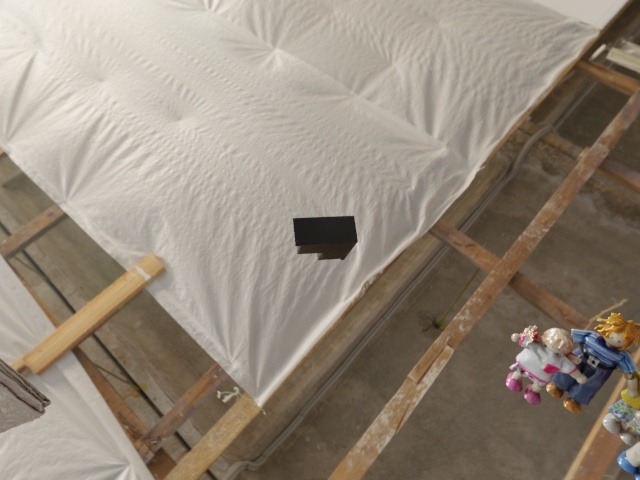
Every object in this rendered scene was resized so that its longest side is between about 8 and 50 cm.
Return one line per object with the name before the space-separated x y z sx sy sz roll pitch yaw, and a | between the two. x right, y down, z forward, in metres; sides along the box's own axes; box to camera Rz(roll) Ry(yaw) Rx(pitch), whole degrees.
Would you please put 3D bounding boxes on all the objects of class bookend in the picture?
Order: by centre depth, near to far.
bookend | 0.000 0.000 1.101 0.157 0.157 0.072 -3 -109 -11

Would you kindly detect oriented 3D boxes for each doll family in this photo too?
doll family | 0.399 0.187 0.574 0.263 0.163 0.118 35 -135 27

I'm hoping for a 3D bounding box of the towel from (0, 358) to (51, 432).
towel | -0.728 0.340 0.867 0.283 0.187 0.049 -25 -152 9
